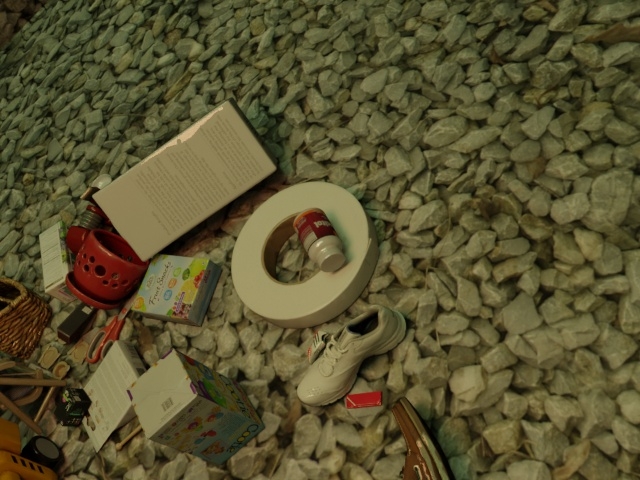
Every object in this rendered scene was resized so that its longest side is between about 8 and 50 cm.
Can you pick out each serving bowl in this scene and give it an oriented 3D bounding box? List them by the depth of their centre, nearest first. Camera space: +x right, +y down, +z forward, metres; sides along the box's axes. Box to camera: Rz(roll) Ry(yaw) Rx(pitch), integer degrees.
[{"bbox_3d":[-0.704,-0.174,2.314,0.083,0.027,0.083,-13,57,22],"label":"serving bowl"}]

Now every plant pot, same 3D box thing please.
[{"bbox_3d":[-0.600,0.088,2.004,0.191,0.191,0.174,41,102,39],"label":"plant pot"}]

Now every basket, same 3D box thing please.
[{"bbox_3d":[-0.992,0.201,2.136,0.299,0.223,0.213,9,68,34],"label":"basket"}]

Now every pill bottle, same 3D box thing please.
[{"bbox_3d":[0.000,0.000,1.695,0.086,0.086,0.152,-35,53,7],"label":"pill bottle"}]

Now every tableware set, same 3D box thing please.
[{"bbox_3d":[-0.739,0.326,2.051,0.168,0.020,0.141,30,80,38],"label":"tableware set"}]

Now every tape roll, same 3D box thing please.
[{"bbox_3d":[-0.043,0.032,1.800,0.392,0.072,0.392,-13,57,21],"label":"tape roll"}]

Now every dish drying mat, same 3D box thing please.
[{"bbox_3d":[0.096,0.352,1.578,0.083,0.008,0.032,-12,57,23],"label":"dish drying mat"}]

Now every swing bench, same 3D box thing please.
[{"bbox_3d":[-0.883,0.389,1.929,0.253,0.254,0.165,7,66,39],"label":"swing bench"}]

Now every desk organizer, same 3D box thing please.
[{"bbox_3d":[-0.696,0.232,2.049,0.047,0.050,0.130,30,50,7],"label":"desk organizer"}]

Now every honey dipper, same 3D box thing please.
[{"bbox_3d":[-0.460,0.474,1.805,0.160,0.030,0.030,-41,51,6],"label":"honey dipper"}]

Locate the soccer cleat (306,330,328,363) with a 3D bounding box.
[{"bbox_3d":[-0.006,0.251,1.681,0.035,0.029,0.083,2,59,34],"label":"soccer cleat"}]

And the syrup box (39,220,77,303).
[{"bbox_3d":[-0.783,0.066,2.178,0.096,0.093,0.237,-31,52,10],"label":"syrup box"}]

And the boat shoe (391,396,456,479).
[{"bbox_3d":[0.202,0.454,1.395,0.104,0.111,0.307,-34,52,7],"label":"boat shoe"}]

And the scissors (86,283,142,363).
[{"bbox_3d":[-0.570,0.213,2.021,0.109,0.021,0.297,9,69,34],"label":"scissors"}]

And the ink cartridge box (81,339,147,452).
[{"bbox_3d":[-0.545,0.410,1.889,0.189,0.066,0.232,47,111,38],"label":"ink cartridge box"}]

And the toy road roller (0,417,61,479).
[{"bbox_3d":[-0.795,0.587,1.735,0.202,0.329,0.240,-48,35,3],"label":"toy road roller"}]

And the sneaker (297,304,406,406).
[{"bbox_3d":[0.052,0.245,1.588,0.297,0.129,0.111,-46,53,0],"label":"sneaker"}]

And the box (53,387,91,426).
[{"bbox_3d":[-0.662,0.445,1.905,0.062,0.052,0.083,38,102,39],"label":"box"}]

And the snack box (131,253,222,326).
[{"bbox_3d":[-0.391,0.133,1.937,0.207,0.070,0.174,3,65,32],"label":"snack box"}]

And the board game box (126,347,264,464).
[{"bbox_3d":[-0.274,0.377,1.598,0.144,0.275,0.142,-41,51,3],"label":"board game box"}]

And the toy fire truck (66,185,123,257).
[{"bbox_3d":[-0.661,-0.061,2.085,0.158,0.246,0.217,14,70,35],"label":"toy fire truck"}]

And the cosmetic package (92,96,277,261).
[{"bbox_3d":[-0.364,-0.171,1.967,0.453,0.230,0.161,-33,14,6],"label":"cosmetic package"}]
